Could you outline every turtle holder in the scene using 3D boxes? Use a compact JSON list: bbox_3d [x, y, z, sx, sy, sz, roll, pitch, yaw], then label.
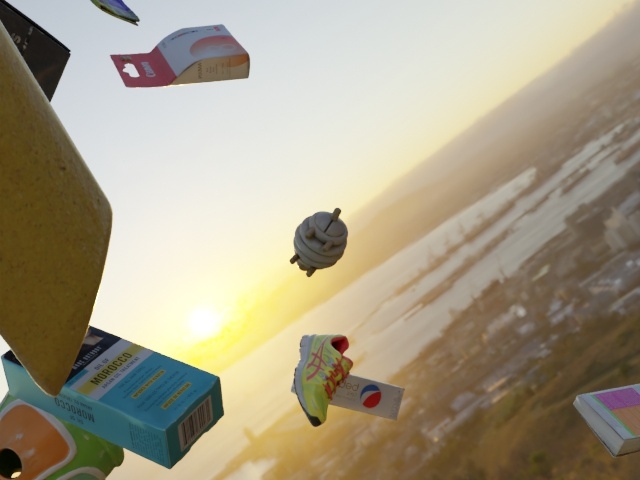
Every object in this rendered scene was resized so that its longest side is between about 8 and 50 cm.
[{"bbox_3d":[-0.496,0.366,1.590,0.227,0.243,0.320,-46,14,-25],"label":"turtle holder"}]

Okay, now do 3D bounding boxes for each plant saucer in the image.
[{"bbox_3d":[-0.232,-0.114,0.489,0.081,0.333,0.332,-33,27,-15],"label":"plant saucer"}]

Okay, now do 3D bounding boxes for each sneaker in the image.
[{"bbox_3d":[0.010,0.231,1.523,0.094,0.081,0.208,-12,37,13],"label":"sneaker"}]

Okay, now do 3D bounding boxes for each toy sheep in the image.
[{"bbox_3d":[0.000,0.000,1.327,0.091,0.091,0.132,-35,-13,-49],"label":"toy sheep"}]

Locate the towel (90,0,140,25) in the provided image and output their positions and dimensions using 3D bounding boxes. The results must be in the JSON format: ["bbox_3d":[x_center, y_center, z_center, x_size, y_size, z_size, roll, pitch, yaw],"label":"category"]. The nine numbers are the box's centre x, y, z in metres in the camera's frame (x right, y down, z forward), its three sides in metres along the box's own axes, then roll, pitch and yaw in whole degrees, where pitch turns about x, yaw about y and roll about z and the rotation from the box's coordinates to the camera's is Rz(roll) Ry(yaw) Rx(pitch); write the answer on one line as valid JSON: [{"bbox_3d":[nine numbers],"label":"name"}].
[{"bbox_3d":[-0.231,-0.260,0.930,0.060,0.083,0.009,12,-58,-53],"label":"towel"}]

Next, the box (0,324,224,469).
[{"bbox_3d":[-0.236,0.164,0.993,0.100,0.244,0.060,-42,-40,-47],"label":"box"}]

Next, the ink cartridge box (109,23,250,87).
[{"bbox_3d":[-0.208,-0.272,1.280,0.179,0.045,0.145,-7,32,-20],"label":"ink cartridge box"}]

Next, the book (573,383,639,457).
[{"bbox_3d":[0.433,0.240,1.201,0.144,0.096,0.035,-3,-54,-26],"label":"book"}]

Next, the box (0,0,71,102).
[{"bbox_3d":[-0.423,-0.176,1.072,0.183,0.059,0.233,38,-110,-61],"label":"box"}]

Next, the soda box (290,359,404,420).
[{"bbox_3d":[0.054,0.298,1.740,0.074,0.216,0.069,2,74,65],"label":"soda box"}]
